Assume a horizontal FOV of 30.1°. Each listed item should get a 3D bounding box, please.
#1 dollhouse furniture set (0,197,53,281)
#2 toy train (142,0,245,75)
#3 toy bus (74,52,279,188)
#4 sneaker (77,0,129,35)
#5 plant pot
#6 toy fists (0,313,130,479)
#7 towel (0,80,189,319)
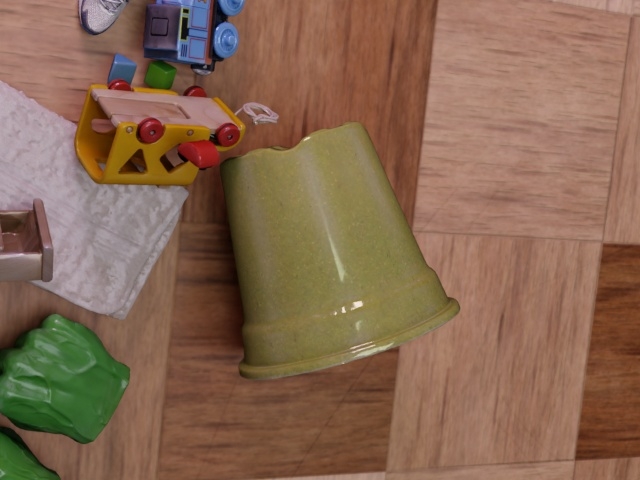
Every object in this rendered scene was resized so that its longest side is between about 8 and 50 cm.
[{"bbox_3d":[-0.352,-0.085,1.188,0.161,0.212,0.242,-2,121,-19],"label":"dollhouse furniture set"},{"bbox_3d":[-0.143,-0.284,1.366,0.105,0.080,0.184,-1,100,-51],"label":"toy train"},{"bbox_3d":[-0.174,-0.111,1.337,0.202,0.191,0.104,24,117,2],"label":"toy bus"},{"bbox_3d":[-0.227,-0.294,1.346,0.052,0.058,0.135,32,84,-28],"label":"sneaker"},{"bbox_3d":[0.000,0.000,1.417,0.276,0.276,0.254,-18,96,-24],"label":"plant pot"},{"bbox_3d":[-0.345,0.216,1.351,0.142,0.096,0.279,38,78,-34],"label":"toy fists"},{"bbox_3d":[-0.303,-0.042,1.356,0.282,0.049,0.187,32,82,-27],"label":"towel"}]
